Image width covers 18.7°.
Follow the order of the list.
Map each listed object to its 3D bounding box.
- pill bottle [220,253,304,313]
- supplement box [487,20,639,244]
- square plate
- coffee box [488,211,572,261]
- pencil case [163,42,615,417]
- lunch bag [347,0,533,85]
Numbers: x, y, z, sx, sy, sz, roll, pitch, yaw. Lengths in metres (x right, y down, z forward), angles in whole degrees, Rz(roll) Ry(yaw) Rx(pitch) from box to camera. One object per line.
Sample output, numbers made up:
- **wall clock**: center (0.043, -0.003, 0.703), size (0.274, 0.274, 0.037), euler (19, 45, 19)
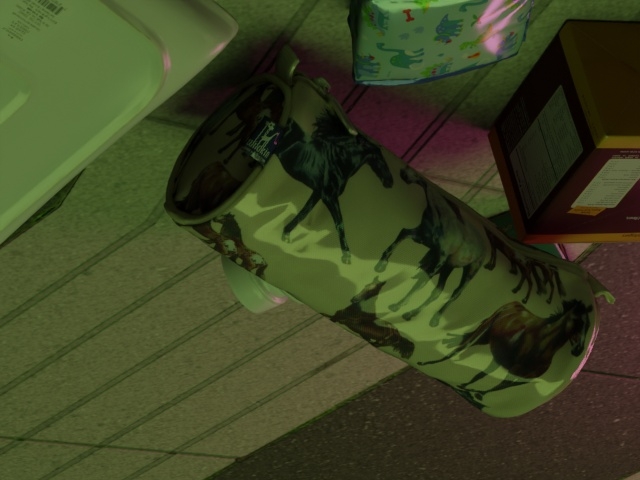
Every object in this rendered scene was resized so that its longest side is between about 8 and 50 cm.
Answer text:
- **pill bottle**: center (0.000, 0.000, 1.933), size (0.187, 0.112, 0.112), euler (-25, 150, 21)
- **supplement box**: center (0.294, -0.099, 1.856), size (0.191, 0.129, 0.194), euler (-1, 150, -23)
- **square plate**: center (-0.277, -0.117, 1.410), size (0.344, 0.049, 0.347), euler (-39, 140, 14)
- **coffee box**: center (0.217, 0.026, 2.153), size (0.113, 0.040, 0.184), euler (-20, 152, 13)
- **pencil case**: center (0.070, 0.004, 1.771), size (0.410, 0.160, 0.183), euler (32, 112, -23)
- **lunch bag**: center (0.103, -0.199, 1.623), size (0.151, 0.096, 0.129), euler (0, 151, -4)
